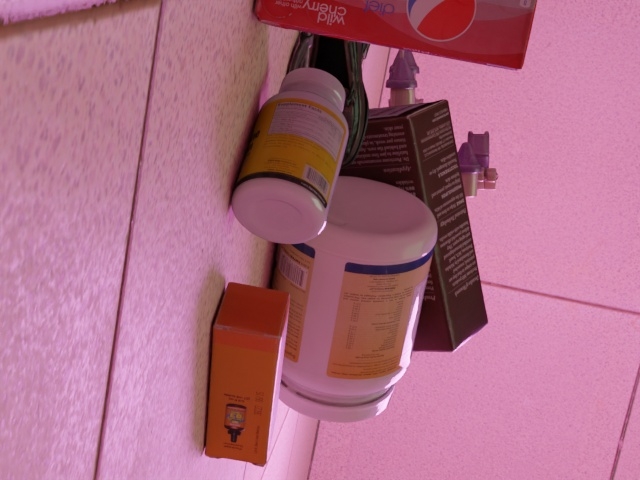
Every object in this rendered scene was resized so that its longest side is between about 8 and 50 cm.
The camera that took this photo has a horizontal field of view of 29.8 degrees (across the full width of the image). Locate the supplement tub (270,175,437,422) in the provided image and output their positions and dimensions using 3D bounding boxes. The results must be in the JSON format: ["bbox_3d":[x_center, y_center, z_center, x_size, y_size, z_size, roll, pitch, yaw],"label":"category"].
[{"bbox_3d":[0.037,0.087,1.786,0.228,0.228,0.316,-70,171,-62],"label":"supplement tub"}]

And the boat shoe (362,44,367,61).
[{"bbox_3d":[0.068,-0.365,2.115,0.049,0.056,0.152,108,-6,-82],"label":"boat shoe"}]

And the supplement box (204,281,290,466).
[{"bbox_3d":[-0.085,0.159,1.389,0.080,0.078,0.233,-78,178,-50],"label":"supplement box"}]

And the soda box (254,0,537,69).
[{"bbox_3d":[0.074,-0.232,1.165,0.083,0.263,0.092,-53,154,-80],"label":"soda box"}]

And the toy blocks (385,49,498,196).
[{"bbox_3d":[0.163,-0.219,2.125,0.288,0.308,0.260,-52,144,-81],"label":"toy blocks"}]

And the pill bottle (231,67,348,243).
[{"bbox_3d":[-0.027,-0.095,1.295,0.103,0.103,0.184,96,7,-54],"label":"pill bottle"}]

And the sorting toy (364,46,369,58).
[{"bbox_3d":[0.093,-0.429,2.353,0.307,0.041,0.229,-54,155,-79],"label":"sorting toy"}]

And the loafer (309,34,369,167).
[{"bbox_3d":[0.015,-0.235,1.697,0.084,0.096,0.268,-14,110,-63],"label":"loafer"}]

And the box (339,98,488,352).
[{"bbox_3d":[0.129,-0.021,1.912,0.143,0.191,0.381,-27,110,-51],"label":"box"}]

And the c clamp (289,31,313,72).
[{"bbox_3d":[-0.024,-0.210,1.554,0.137,0.022,0.161,-73,173,-50],"label":"c clamp"}]
